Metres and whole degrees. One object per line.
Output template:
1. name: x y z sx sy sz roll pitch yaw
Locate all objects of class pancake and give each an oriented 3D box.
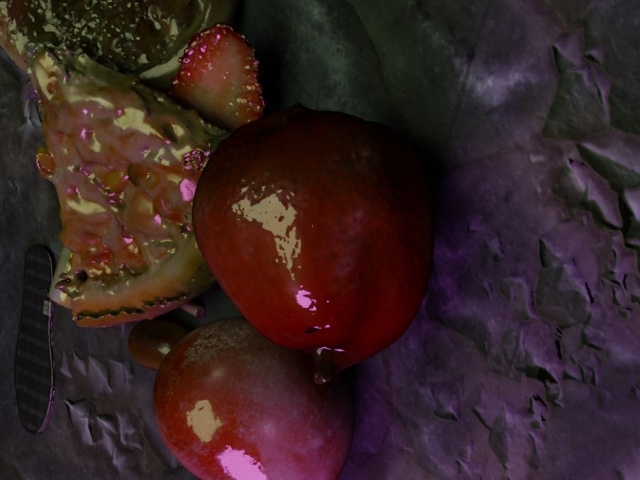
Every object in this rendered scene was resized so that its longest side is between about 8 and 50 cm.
1. pancake: -0.302 -0.369 1.918 0.382 0.071 0.382 0 88 12

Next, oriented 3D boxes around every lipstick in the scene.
1. lipstick: -0.204 0.087 1.981 0.094 0.019 0.019 25 109 37

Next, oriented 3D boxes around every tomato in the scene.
1. tomato: -0.077 0.213 1.720 0.227 0.270 0.270 -44 59 0

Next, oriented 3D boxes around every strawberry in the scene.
1. strawberry: -0.123 -0.190 1.851 0.167 0.087 0.208 37 118 5

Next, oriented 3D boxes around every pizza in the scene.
1. pizza: -0.230 -0.054 1.868 0.391 0.080 0.435 7 121 29

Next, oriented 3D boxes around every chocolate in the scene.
1. chocolate: -0.346 -0.004 2.072 0.085 0.085 0.219 31 108 37

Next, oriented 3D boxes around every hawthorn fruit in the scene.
1. hawthorn fruit: 0.006 -0.015 1.623 0.295 0.295 0.311 -27 100 40

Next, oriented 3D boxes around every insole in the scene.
1. insole: -0.462 0.160 2.223 0.110 0.012 0.310 15 103 42

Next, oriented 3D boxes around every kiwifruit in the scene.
1. kiwifruit: -0.227 0.151 1.972 0.124 0.075 0.075 12 100 45

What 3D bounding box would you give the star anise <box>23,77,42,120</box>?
1. star anise: -0.351 -0.266 2.027 0.282 0.129 0.212 24 106 22
